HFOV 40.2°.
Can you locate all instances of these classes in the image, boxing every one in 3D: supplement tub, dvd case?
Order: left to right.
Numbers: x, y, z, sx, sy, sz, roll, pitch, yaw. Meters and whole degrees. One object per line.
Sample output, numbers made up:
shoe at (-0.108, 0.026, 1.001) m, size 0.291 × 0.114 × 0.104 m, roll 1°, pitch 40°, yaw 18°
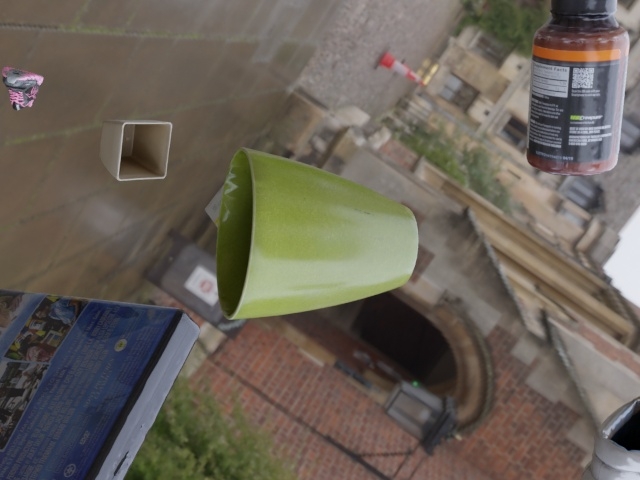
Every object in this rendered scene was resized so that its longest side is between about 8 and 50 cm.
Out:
dvd case at (-0.196, 0.103, 0.445) m, size 0.022 × 0.253 × 0.180 m, roll 55°, pitch 50°, yaw -42°
supplement tub at (0.289, -0.179, 0.983) m, size 0.106 × 0.106 × 0.198 m, roll -52°, pitch 144°, yaw -63°

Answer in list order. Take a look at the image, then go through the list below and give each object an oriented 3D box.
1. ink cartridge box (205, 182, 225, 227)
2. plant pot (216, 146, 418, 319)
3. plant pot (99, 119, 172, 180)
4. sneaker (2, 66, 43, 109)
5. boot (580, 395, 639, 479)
ink cartridge box at (-0.114, -0.043, 1.655) m, size 0.127 × 0.128 × 0.176 m, roll -51°, pitch -144°, yaw 6°
plant pot at (0.000, 0.000, 1.431) m, size 0.275 × 0.293 × 0.275 m, roll -175°, pitch -90°, yaw -73°
plant pot at (-0.358, -0.180, 1.650) m, size 0.109 × 0.096 × 0.109 m, roll -8°, pitch 115°, yaw -46°
sneaker at (-0.416, -0.208, 1.216) m, size 0.119 × 0.047 × 0.057 m, roll -129°, pitch -124°, yaw -82°
boot at (0.329, 0.190, 0.773) m, size 0.258 × 0.095 × 0.123 m, roll -12°, pitch 121°, yaw -34°
